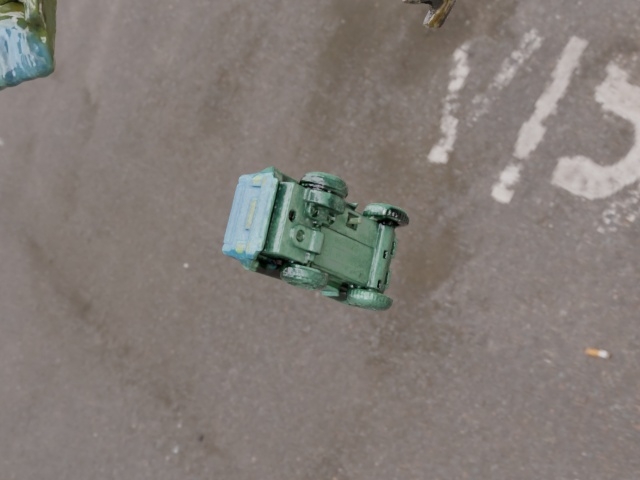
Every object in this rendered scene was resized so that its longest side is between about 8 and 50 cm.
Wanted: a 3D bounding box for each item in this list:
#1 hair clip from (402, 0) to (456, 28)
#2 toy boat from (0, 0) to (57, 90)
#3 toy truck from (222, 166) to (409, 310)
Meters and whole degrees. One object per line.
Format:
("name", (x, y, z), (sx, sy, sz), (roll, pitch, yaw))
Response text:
("hair clip", (0.208, -0.394, 1.288), (0.106, 0.084, 0.292), (21, 63, 32))
("toy boat", (-0.265, -0.242, 0.679), (0.111, 0.276, 0.084), (-9, 34, 25))
("toy truck", (0.000, 0.000, 1.374), (0.156, 0.279, 0.155), (5, 79, 39))
